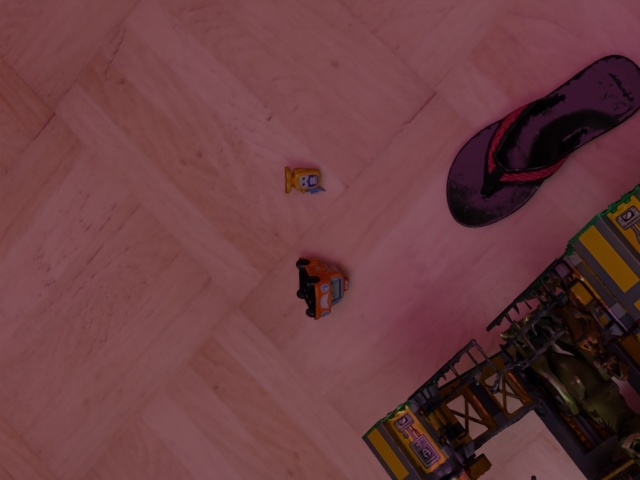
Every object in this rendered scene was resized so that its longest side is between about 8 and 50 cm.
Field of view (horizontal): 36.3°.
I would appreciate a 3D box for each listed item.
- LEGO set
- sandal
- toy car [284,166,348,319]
[{"bbox_3d":[0.205,0.105,0.605,0.192,0.255,0.331,53,125,17],"label":"LEGO set"},{"bbox_3d":[0.166,-0.078,0.745,0.179,0.040,0.067,-39,82,16],"label":"sandal"},{"bbox_3d":[0.000,0.000,0.798,0.040,0.060,0.122,-7,99,-14],"label":"toy car"}]
